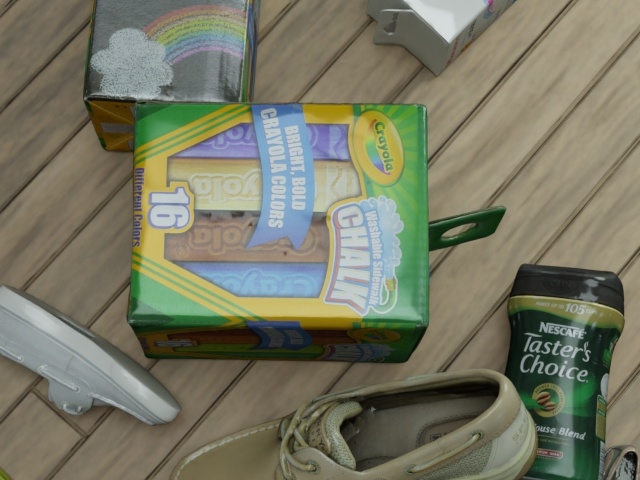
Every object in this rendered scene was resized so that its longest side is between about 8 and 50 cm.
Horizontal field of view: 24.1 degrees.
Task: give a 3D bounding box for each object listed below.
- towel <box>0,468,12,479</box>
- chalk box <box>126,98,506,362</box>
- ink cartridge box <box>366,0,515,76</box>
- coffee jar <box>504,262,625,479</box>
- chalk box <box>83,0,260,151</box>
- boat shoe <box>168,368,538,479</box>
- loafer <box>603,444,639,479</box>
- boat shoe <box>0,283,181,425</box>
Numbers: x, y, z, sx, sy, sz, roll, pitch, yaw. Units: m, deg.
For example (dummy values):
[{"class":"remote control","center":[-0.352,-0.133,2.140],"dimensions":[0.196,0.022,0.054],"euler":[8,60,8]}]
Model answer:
[{"class":"towel","center":[-0.310,0.209,1.214],"dimensions":[0.237,0.021,0.102],"euler":[42,77,9]},{"class":"chalk box","center":[0.000,0.000,1.195],"dimensions":[0.289,0.180,0.179],"euler":[2,76,0]},{"class":"ink cartridge box","center":[0.110,-0.219,1.299],"dimensions":[0.090,0.092,0.143],"euler":[43,80,8]},{"class":"coffee jar","center":[0.192,0.111,1.219],"dimensions":[0.096,0.079,0.184],"euler":[5,74,20]},{"class":"chalk box","center":[-0.119,-0.191,1.266],"dimensions":[0.132,0.132,0.213],"euler":[4,75,0]},{"class":"boat shoe","center":[0.012,0.160,1.159],"dimensions":[0.302,0.098,0.109],"euler":[-13,51,14]},{"class":"loafer","center":[0.235,0.226,1.216],"dimensions":[0.045,0.039,0.125],"euler":[14,76,1]},{"class":"boat shoe","center":[-0.201,0.107,1.224],"dimensions":[0.184,0.066,0.063],"euler":[32,91,4]}]
